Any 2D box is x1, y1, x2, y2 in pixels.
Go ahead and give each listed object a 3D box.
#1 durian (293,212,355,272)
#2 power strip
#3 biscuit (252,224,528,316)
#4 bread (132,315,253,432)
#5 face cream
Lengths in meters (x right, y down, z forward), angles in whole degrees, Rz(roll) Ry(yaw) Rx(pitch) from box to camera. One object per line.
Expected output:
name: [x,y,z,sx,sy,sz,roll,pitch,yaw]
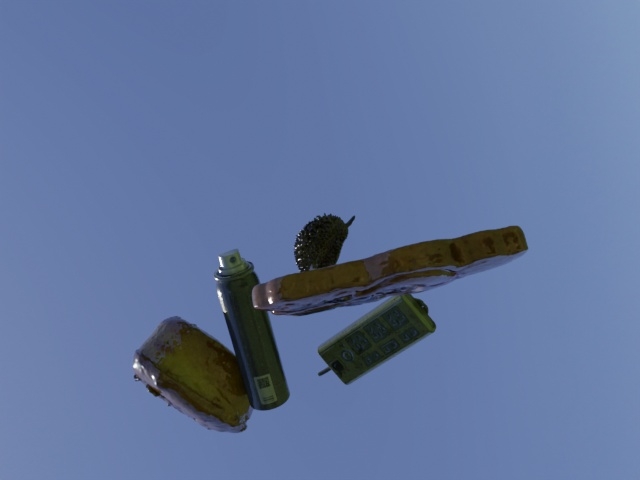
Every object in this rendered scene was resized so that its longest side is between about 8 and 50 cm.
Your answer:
durian: [0.000,0.001,1.264,0.071,0.140,0.110,31,-166,-39]
power strip: [0.085,0.184,1.324,0.092,0.268,0.034,50,-148,-4]
biscuit: [0.087,0.045,0.904,0.202,0.333,0.047,62,-166,-79]
bread: [-0.221,0.252,1.349,0.268,0.268,0.146,46,-109,-34]
face cream: [-0.116,0.148,1.228,0.073,0.073,0.284,-42,-55,-53]
